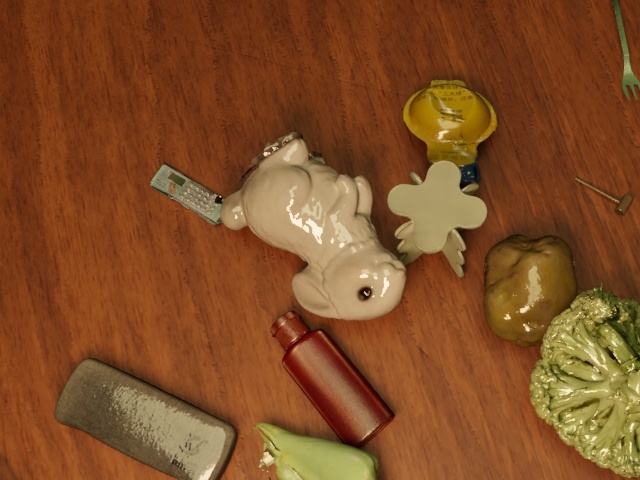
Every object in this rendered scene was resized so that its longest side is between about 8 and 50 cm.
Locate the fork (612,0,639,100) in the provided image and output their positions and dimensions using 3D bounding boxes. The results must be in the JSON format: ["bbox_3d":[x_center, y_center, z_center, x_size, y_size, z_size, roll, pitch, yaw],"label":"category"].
[{"bbox_3d":[0.584,-0.369,1.871,0.039,0.021,0.235,-5,69,1],"label":"fork"}]

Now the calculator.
[{"bbox_3d":[-0.250,-0.088,1.875,0.172,0.018,0.057,31,76,17],"label":"calculator"}]

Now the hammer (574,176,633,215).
[{"bbox_3d":[0.514,-0.088,1.785,0.110,0.019,0.035,32,77,21],"label":"hammer"}]

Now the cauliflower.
[{"bbox_3d":[0.482,0.219,1.555,0.275,0.250,0.272,32,76,-13],"label":"cauliflower"}]

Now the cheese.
[{"bbox_3d":[0.240,-0.206,1.798,0.176,0.069,0.270,1,50,0],"label":"cheese"}]

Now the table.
[{"bbox_3d":[0.203,-0.025,1.701,0.166,0.198,0.167,-2,70,6],"label":"table"}]

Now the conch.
[{"bbox_3d":[-0.005,0.405,1.624,0.250,0.143,0.137,5,43,25],"label":"conch"}]

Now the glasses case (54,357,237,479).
[{"bbox_3d":[-0.305,0.321,1.709,0.323,0.074,0.131,23,77,14],"label":"glasses case"}]

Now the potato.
[{"bbox_3d":[0.361,0.083,1.683,0.154,0.137,0.200,-11,62,43],"label":"potato"}]

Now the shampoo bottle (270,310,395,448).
[{"bbox_3d":[0.012,0.237,1.705,0.102,0.064,0.260,-40,71,1],"label":"shampoo bottle"}]

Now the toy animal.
[{"bbox_3d":[0.000,0.000,1.721,0.258,0.194,0.357,-37,70,17],"label":"toy animal"}]
